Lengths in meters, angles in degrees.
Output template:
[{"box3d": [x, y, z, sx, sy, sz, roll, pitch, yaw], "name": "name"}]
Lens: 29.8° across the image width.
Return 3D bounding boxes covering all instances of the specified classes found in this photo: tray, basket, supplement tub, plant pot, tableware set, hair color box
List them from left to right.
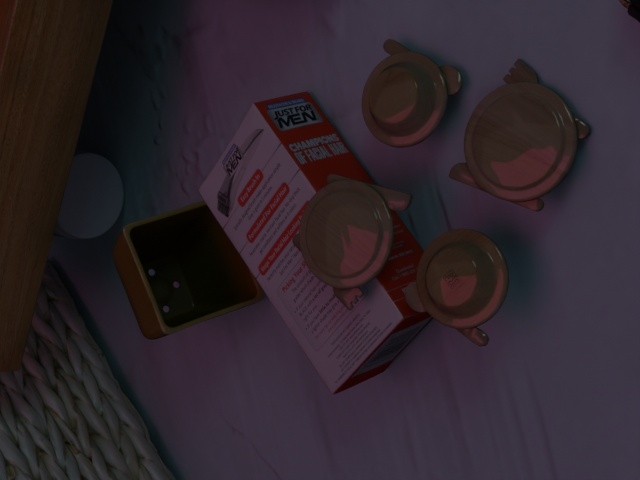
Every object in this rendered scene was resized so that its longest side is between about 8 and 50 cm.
[{"box3d": [-0.314, 0.243, 1.026, 0.331, 0.266, 0.328, 56, 136, 19], "name": "basket"}, {"box3d": [-0.235, -0.132, 0.872, 0.203, 0.076, 0.411, 42, 120, 47], "name": "tray"}, {"box3d": [-0.216, -0.039, 0.968, 0.107, 0.071, 0.071, 7, 109, 46], "name": "supplement tub"}, {"box3d": [-0.104, 0.026, 0.866, 0.083, 0.081, 0.081, -32, 79, 60], "name": "plant pot"}, {"box3d": [0.000, 0.000, 0.759, 0.167, 0.053, 0.093, 55, 136, 17], "name": "hair color box"}, {"box3d": [0.062, -0.029, 0.671, 0.141, 0.020, 0.169, 30, 103, 29], "name": "tableware set"}]

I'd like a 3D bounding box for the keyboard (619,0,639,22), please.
[{"box3d": [0.233, -0.095, 0.488, 0.317, 0.033, 0.201, 60, 138, 16], "name": "keyboard"}]
